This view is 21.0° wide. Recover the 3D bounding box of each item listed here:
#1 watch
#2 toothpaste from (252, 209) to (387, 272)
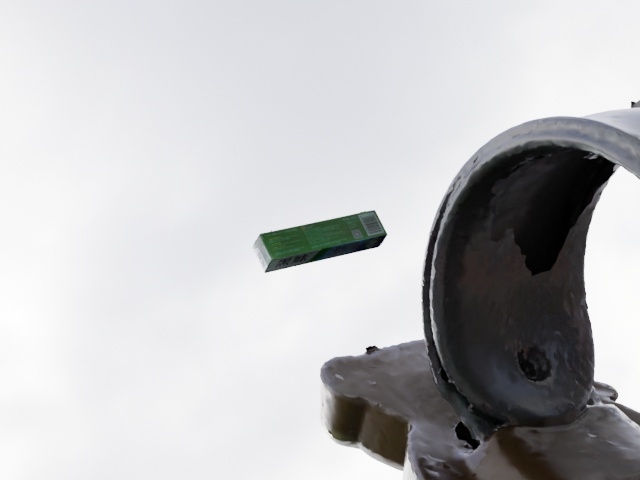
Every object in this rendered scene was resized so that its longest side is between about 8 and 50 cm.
[{"bbox_3d":[0.185,0.060,1.129,0.314,0.335,0.327,-7,-58,-38],"label":"watch"},{"bbox_3d":[0.000,0.000,1.034,0.083,0.020,0.017,-13,-27,-30],"label":"toothpaste"}]
